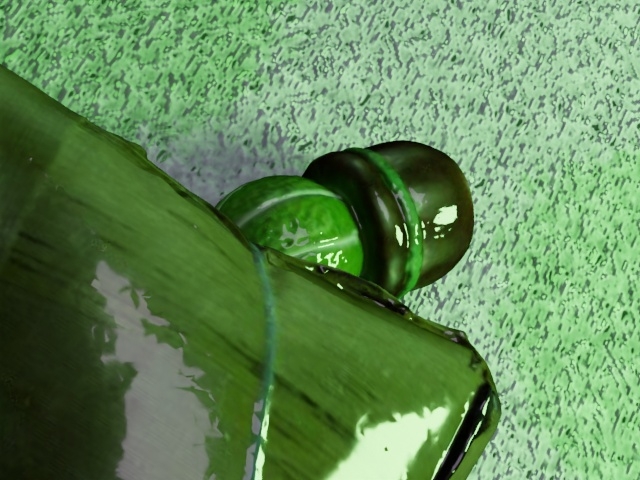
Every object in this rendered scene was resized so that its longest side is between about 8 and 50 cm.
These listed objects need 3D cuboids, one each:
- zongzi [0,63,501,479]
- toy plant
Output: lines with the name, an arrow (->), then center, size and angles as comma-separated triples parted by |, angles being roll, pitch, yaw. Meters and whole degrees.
zongzi -> -0.138, 0.108, 0.850 | 0.393, 0.174, 0.356 | 38, 57, -18
toy plant -> 0.000, 0.000, 1.044 | 0.162, 0.093, 0.093 | -17, 73, -28
